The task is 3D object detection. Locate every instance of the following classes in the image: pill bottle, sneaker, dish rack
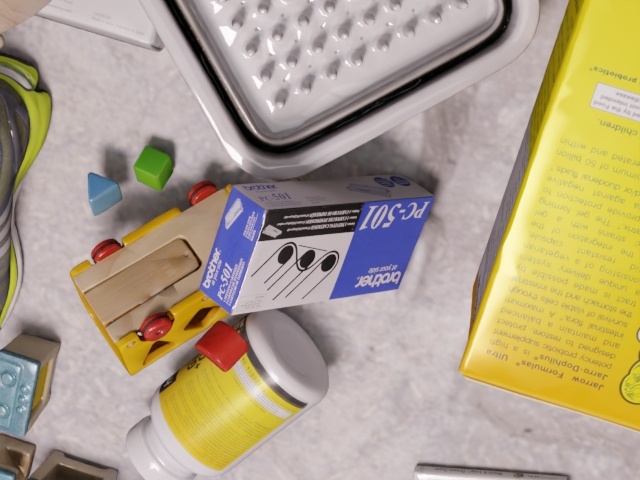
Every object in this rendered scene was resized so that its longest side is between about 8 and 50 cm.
[{"bbox_3d":[-0.089,0.151,1.335,0.184,0.103,0.103,-39,100,20],"label":"pill bottle"},{"bbox_3d":[-0.325,-0.015,1.305,0.111,0.121,0.299,15,112,5],"label":"sneaker"},{"bbox_3d":[-0.011,-0.244,1.168,0.286,0.072,0.332,-28,103,3],"label":"dish rack"}]

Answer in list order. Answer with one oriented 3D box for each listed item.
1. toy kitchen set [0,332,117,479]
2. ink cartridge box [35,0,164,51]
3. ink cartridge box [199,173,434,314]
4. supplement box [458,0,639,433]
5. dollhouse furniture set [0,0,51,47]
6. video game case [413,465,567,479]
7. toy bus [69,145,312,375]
[{"bbox_3d":[-0.219,0.204,1.368,0.207,0.122,0.166,17,112,3],"label":"toy kitchen set"},{"bbox_3d":[-0.192,-0.296,1.228,0.189,0.066,0.232,17,91,3],"label":"ink cartridge box"},{"bbox_3d":[0.000,0.000,1.217,0.046,0.207,0.097,36,117,35],"label":"ink cartridge box"},{"bbox_3d":[0.256,-0.055,1.151,0.195,0.194,0.356,17,113,3],"label":"supplement box"},{"bbox_3d":[-0.279,-0.207,1.161,0.355,0.303,0.174,-50,135,-4],"label":"dollhouse furniture set"},{"bbox_3d":[0.159,0.291,1.390,0.143,0.019,0.157,3,110,9],"label":"video game case"},{"bbox_3d":[-0.117,0.031,1.294,0.202,0.191,0.104,10,155,7],"label":"toy bus"}]
